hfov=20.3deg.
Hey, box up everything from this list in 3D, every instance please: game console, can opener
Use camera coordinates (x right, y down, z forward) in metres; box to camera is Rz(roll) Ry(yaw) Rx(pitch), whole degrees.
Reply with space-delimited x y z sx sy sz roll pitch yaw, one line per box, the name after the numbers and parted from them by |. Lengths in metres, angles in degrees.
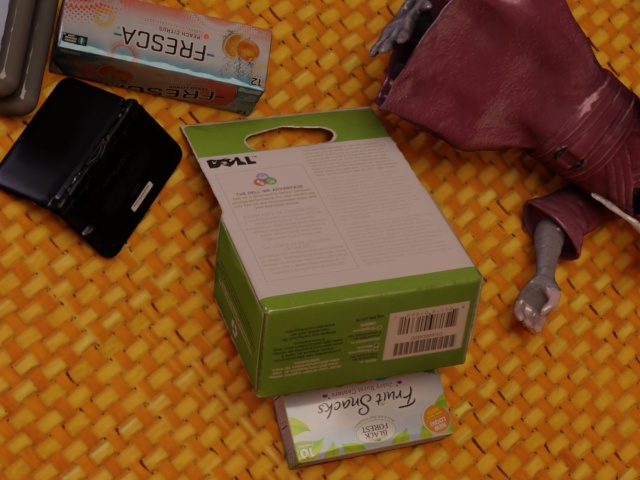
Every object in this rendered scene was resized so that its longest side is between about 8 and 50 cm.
-0.196 -0.062 1.515 0.107 0.071 0.122 46 63 -31 | game console
-0.261 -0.241 1.532 0.093 0.074 0.280 -4 68 18 | can opener

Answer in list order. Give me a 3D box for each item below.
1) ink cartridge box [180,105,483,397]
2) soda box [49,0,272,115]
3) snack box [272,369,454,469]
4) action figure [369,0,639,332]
0.000 0.000 1.517 0.189 0.097 0.255 -8 40 -18 | ink cartridge box
-0.136 -0.162 1.540 0.183 0.058 0.063 12 69 -12 | soda box
0.032 0.130 1.505 0.141 0.037 0.100 -9 77 -19 | snack box
0.215 -0.104 1.590 0.370 0.248 0.275 40 25 -17 | action figure
